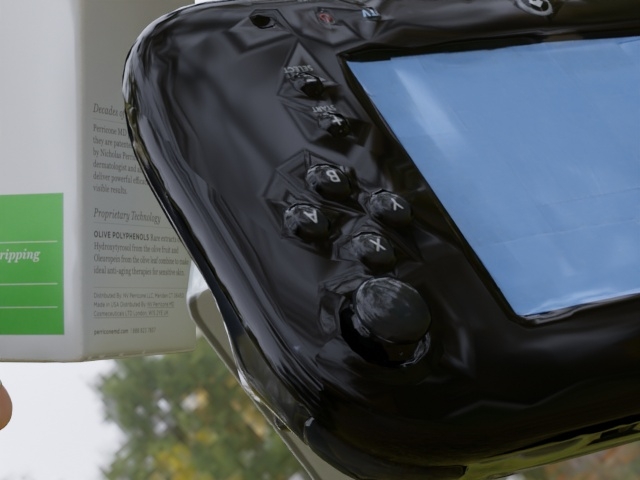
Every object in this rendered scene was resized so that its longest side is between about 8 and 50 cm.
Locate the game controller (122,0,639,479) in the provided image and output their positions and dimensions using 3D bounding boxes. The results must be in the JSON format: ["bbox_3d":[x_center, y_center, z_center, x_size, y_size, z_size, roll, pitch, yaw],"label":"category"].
[{"bbox_3d":[0.095,-0.019,0.543,0.319,0.166,0.067,-9,-28,-35],"label":"game controller"}]

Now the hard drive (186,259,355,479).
[{"bbox_3d":[0.000,0.000,1.003,0.040,0.203,0.307,-22,33,18],"label":"hard drive"}]

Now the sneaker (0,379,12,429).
[{"bbox_3d":[-0.261,0.100,1.297,0.134,0.070,0.051,48,-136,-38],"label":"sneaker"}]

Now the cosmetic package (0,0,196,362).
[{"bbox_3d":[-0.195,-0.107,1.119,0.197,0.365,0.155,-3,-2,24],"label":"cosmetic package"}]
